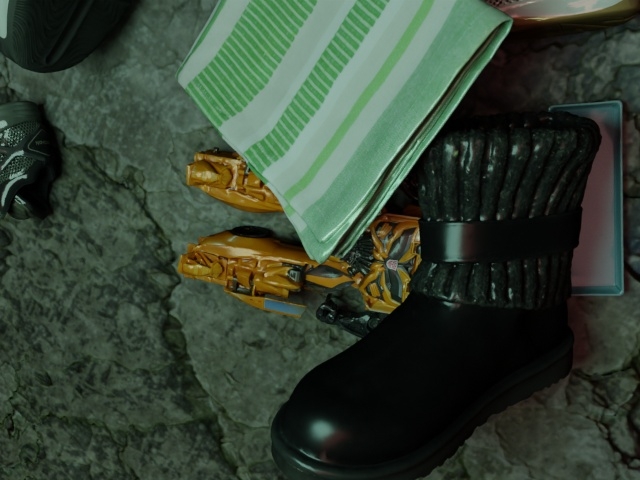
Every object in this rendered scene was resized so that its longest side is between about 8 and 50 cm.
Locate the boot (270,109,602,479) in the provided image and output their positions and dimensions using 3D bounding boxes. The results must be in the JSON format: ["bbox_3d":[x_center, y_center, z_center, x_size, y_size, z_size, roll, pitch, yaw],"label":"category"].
[{"bbox_3d":[0.098,0.035,0.636,0.131,0.348,0.260,26,129,46],"label":"boot"}]

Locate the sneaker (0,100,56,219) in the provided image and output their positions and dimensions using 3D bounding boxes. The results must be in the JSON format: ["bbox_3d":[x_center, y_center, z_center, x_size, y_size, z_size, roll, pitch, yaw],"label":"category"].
[{"bbox_3d":[-0.412,-0.063,0.881,0.228,0.087,0.130,-23,89,15],"label":"sneaker"}]

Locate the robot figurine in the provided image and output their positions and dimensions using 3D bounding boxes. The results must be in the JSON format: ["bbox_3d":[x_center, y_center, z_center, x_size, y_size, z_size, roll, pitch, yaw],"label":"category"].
[{"bbox_3d":[0.000,0.000,0.776,0.291,0.085,0.211,11,107,14],"label":"robot figurine"}]

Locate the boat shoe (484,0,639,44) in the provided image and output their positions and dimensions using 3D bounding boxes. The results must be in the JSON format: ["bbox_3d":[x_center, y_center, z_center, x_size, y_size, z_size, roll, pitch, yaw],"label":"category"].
[{"bbox_3d":[0.142,-0.230,0.679,0.277,0.098,0.096,-4,93,15],"label":"boat shoe"}]

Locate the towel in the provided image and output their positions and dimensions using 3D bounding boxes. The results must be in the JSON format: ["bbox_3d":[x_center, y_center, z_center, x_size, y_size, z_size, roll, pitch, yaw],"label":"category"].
[{"bbox_3d":[-0.011,-0.166,0.675,0.247,0.038,0.325,-55,49,19],"label":"towel"}]

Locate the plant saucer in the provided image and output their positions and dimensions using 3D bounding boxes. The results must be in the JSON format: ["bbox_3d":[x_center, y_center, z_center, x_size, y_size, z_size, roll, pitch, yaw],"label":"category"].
[{"bbox_3d":[0.261,-0.039,0.726,0.067,0.018,0.192,-2,103,17],"label":"plant saucer"}]

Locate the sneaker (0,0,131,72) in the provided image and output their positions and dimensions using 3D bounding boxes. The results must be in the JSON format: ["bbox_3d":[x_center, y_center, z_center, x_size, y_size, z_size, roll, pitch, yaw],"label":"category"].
[{"bbox_3d":[-0.294,-0.411,0.746,0.258,0.169,0.447,22,100,19],"label":"sneaker"}]
